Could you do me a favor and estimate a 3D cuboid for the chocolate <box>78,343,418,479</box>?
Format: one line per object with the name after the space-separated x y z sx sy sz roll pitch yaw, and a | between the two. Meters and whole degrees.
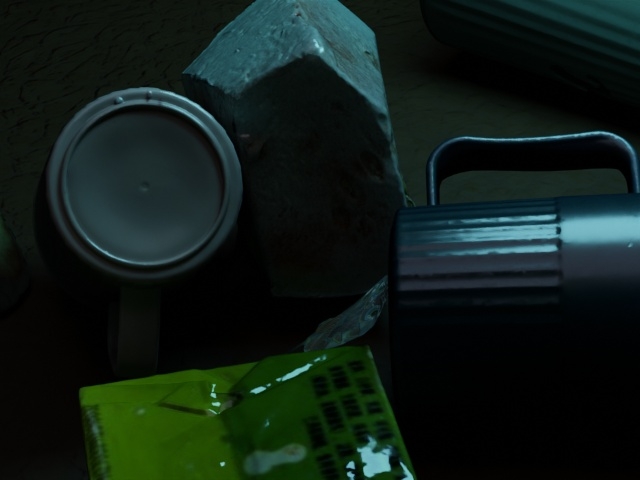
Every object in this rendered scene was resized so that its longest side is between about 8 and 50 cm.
-0.062 0.244 1.510 0.288 0.137 0.301 -8 34 -7 | chocolate

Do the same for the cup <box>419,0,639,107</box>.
0.387 -0.368 2.209 0.392 0.310 0.401 28 48 30 | cup

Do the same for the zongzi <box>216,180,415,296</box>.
0.003 0.001 1.898 0.205 0.094 0.204 10 47 16 | zongzi

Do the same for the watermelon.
-0.017 -0.136 1.780 0.228 0.258 0.387 -14 73 -7 | watermelon

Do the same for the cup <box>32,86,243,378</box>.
-0.214 -0.014 1.759 0.208 0.273 0.288 29 79 -8 | cup

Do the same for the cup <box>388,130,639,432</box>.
0.217 0.043 1.639 0.292 0.308 0.242 -3 1 7 | cup

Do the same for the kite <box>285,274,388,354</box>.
-0.015 0.110 1.698 0.229 0.016 0.127 -32 10 25 | kite

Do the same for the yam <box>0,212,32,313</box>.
-0.445 -0.032 1.884 0.154 0.254 0.154 -22 25 11 | yam
